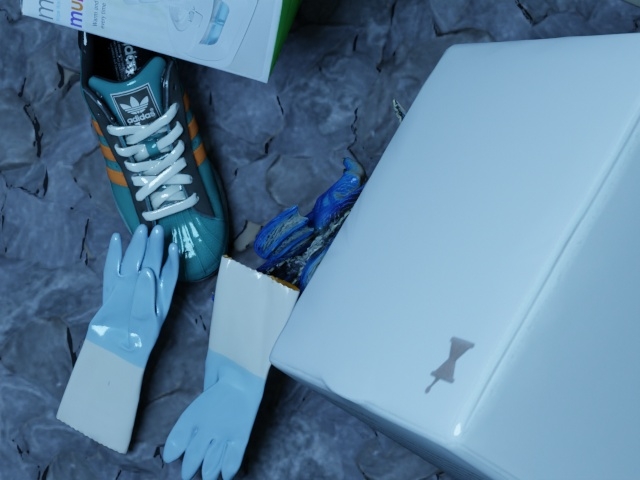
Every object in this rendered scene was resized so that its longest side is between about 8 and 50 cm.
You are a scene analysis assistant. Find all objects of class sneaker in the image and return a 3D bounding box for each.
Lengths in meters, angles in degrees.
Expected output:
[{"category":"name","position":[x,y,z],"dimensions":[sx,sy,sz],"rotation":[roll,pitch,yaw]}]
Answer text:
[{"category":"sneaker","position":[-0.168,-0.104,1.298],"dimensions":[0.108,0.121,0.302],"rotation":[-20,86,0]}]

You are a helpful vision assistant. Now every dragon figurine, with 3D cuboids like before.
[{"category":"dragon figurine","position":[0.000,0.000,1.248],"dimensions":[0.085,0.289,0.144],"rotation":[46,51,2]}]

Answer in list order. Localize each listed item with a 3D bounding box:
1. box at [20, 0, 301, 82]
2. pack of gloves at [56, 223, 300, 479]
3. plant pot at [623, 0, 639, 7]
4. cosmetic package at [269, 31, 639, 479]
[{"category":"box","position":[-0.117,-0.293,1.238],"dimensions":[0.231,0.126,0.262],"rotation":[15,45,2]},{"category":"pack of gloves","position":[-0.131,0.105,1.292],"dimensions":[0.195,0.046,0.232],"rotation":[25,109,18]},{"category":"plant pot","position":[0.290,-0.300,1.311],"dimensions":[0.109,0.096,0.109],"rotation":[22,87,2]},{"category":"cosmetic package","position":[0.242,0.080,1.094],"dimensions":[0.394,0.329,0.327],"rotation":[34,82,-23]}]
